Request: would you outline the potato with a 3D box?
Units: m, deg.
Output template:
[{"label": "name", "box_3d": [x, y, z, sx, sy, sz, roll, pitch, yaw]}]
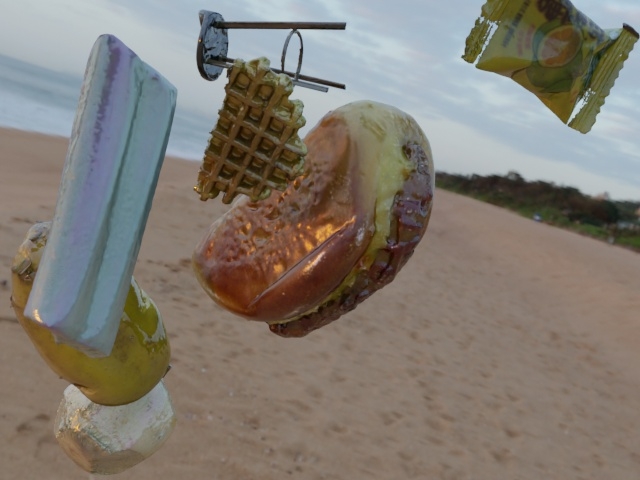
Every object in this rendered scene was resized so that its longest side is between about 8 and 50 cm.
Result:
[{"label": "potato", "box_3d": [-0.329, 0.104, 1.128, 0.140, 0.173, 0.300, 40, -21, 58]}]

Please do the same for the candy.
[{"label": "candy", "box_3d": [0.345, -0.290, 1.179, 0.297, 0.187, 0.081, 24, 10, -32]}]

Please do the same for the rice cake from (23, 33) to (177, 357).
[{"label": "rice cake", "box_3d": [-0.154, -0.032, 0.567, 0.042, 0.221, 0.080, 4, -17, 22]}]

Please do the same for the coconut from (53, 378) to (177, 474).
[{"label": "coconut", "box_3d": [-0.324, 0.278, 1.288, 0.195, 0.194, 0.194, 17, 6, -2]}]

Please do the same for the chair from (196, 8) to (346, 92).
[{"label": "chair", "box_3d": [-0.078, -0.243, 1.060, 0.222, 0.104, 0.095, 14, 45, 16]}]

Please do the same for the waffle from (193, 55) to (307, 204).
[{"label": "waffle", "box_3d": [-0.094, -0.129, 0.958, 0.161, 0.191, 0.046, -3, 34, 16]}]

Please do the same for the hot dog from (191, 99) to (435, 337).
[{"label": "hot dog", "box_3d": [0.001, 0.000, 1.136, 0.185, 0.405, 0.223, 14, 44, -46]}]
